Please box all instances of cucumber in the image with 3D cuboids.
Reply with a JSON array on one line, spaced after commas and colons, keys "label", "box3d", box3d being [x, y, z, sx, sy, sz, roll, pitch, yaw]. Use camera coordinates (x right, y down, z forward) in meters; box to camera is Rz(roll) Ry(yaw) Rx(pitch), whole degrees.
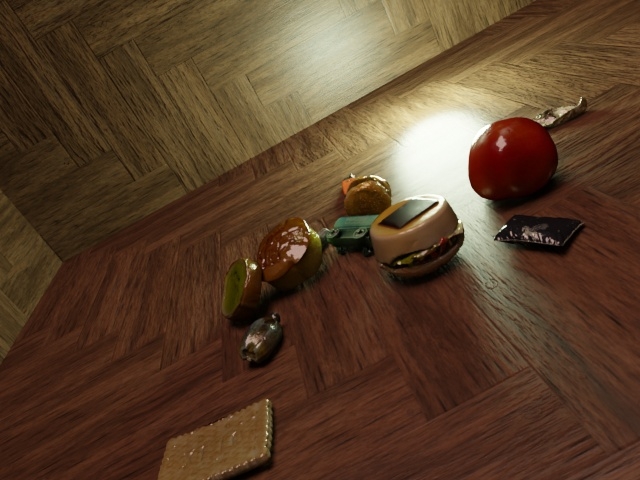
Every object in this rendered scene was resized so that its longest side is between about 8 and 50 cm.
[{"label": "cucumber", "box3d": [-0.002, 0.001, 2.008, 0.112, 0.064, 0.064, -40, 27, -26]}]

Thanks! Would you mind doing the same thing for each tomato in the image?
[{"label": "tomato", "box3d": [0.609, -0.272, 1.690, 0.298, 0.226, 0.298, -24, 22, 11]}]

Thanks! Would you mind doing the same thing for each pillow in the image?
[{"label": "pillow", "box3d": [0.600, -0.027, 1.452, 0.141, 0.055, 0.208, -35, 26, -31]}]

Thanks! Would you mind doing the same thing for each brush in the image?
[{"label": "brush", "box3d": [0.131, -0.212, 2.283, 0.070, 0.051, 0.323, -17, 24, 11]}]

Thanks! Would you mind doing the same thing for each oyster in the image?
[{"label": "oyster", "box3d": [0.889, -0.458, 1.960, 0.200, 0.061, 0.106, -9, 50, 41]}]

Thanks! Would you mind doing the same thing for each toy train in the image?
[{"label": "toy train", "box3d": [0.134, -0.032, 1.870, 0.248, 0.101, 0.159, 2, 47, 49]}]

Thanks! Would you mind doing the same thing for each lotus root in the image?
[{"label": "lotus root", "box3d": [-0.177, 0.298, 1.622, 0.113, 0.088, 0.192, 5, 38, 25]}]

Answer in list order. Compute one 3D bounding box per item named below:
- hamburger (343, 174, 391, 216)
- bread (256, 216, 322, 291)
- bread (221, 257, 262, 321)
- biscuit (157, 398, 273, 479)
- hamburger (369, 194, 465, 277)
[{"label": "hamburger", "box3d": [0.172, -0.146, 1.963, 0.191, 0.182, 0.118, -20, 19, 26]}, {"label": "bread", "box3d": [-0.119, 0.051, 1.886, 0.270, 0.148, 0.270, -28, 40, 26]}, {"label": "bread", "box3d": [-0.281, 0.172, 1.847, 0.236, 0.070, 0.236, -39, 42, 47]}, {"label": "biscuit", "box3d": [-0.266, 0.535, 1.326, 0.325, 0.044, 0.217, -26, 25, 7]}, {"label": "hamburger", "box3d": [0.292, -0.013, 1.611, 0.302, 0.170, 0.302, -24, 21, 10]}]
